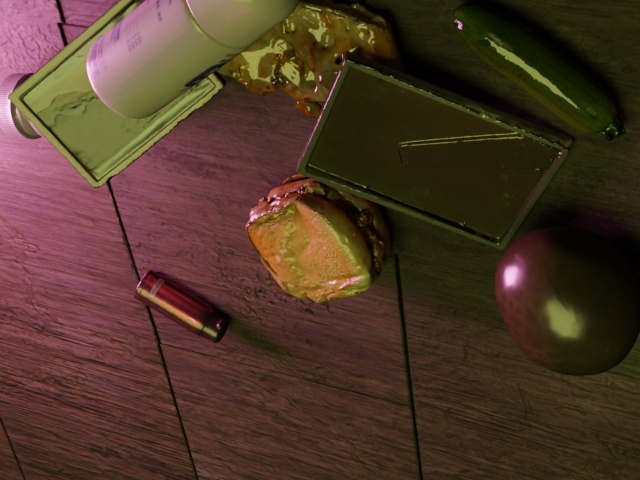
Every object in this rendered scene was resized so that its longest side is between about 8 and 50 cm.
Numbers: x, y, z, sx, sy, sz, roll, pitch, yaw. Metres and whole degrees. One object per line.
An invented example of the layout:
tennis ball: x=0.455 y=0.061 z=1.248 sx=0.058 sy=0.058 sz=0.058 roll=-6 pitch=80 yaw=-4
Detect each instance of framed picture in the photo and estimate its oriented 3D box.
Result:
framed picture: x=0.144 y=-0.111 z=1.786 sx=0.315 sy=0.024 sz=0.232 roll=22 pitch=139 yaw=-5
framed picture: x=-0.292 y=-0.216 z=1.946 sx=0.265 sy=0.018 sz=0.192 roll=-37 pitch=107 yaw=19

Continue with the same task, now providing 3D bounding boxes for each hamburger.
hamburger: x=0.001 y=0.001 z=1.980 sx=0.214 sy=0.108 sz=0.213 roll=18 pitch=135 yaw=19

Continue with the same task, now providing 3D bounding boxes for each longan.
longan: x=0.329 y=0.078 z=1.778 sx=0.198 sy=0.198 sz=0.212 roll=-17 pitch=106 yaw=43

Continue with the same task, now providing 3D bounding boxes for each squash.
squash: x=0.267 y=-0.205 z=1.636 sx=0.258 sy=0.069 sz=0.069 roll=36 pitch=140 yaw=-2

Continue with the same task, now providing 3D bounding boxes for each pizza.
pizza: x=-0.026 y=-0.244 z=1.792 sx=0.297 sy=0.071 sz=0.189 roll=16 pitch=137 yaw=21

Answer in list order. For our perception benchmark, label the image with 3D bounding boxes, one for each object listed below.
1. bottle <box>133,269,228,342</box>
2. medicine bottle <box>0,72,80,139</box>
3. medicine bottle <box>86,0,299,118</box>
bottle: x=-0.232 y=0.115 z=2.287 sx=0.164 sy=0.060 sz=0.060 roll=31 pitch=139 yaw=5
medicine bottle: x=-0.400 y=-0.203 z=2.057 sx=0.168 sy=0.105 sz=0.105 roll=4 pitch=131 yaw=31
medicine bottle: x=-0.158 y=-0.284 z=1.757 sx=0.341 sy=0.130 sz=0.130 roll=-29 pitch=110 yaw=41
